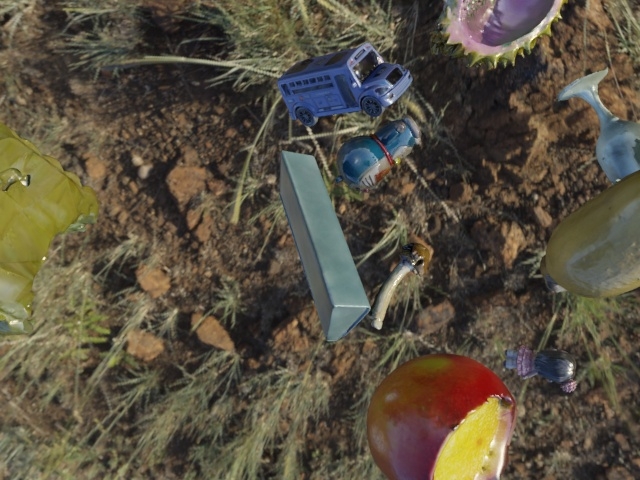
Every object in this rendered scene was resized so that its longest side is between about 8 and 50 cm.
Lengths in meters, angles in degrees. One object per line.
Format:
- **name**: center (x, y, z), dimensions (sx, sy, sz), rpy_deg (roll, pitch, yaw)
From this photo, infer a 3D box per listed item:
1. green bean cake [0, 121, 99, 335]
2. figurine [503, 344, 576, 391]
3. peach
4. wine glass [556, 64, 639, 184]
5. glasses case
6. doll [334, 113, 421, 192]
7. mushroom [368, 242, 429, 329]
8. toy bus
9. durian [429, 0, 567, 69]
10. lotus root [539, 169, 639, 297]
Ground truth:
- **green bean cake**: center (-0.426, -0.012, 0.841), dimensions (0.124, 0.236, 0.233), rpy_deg (1, 148, 32)
- **figurine**: center (0.400, 0.230, 1.155), dimensions (0.129, 0.072, 0.054), rpy_deg (5, 159, 28)
- **peach**: center (0.163, 0.247, 0.820), dimensions (0.190, 0.226, 0.196), rpy_deg (-40, 96, 10)
- **wine glass**: center (0.730, -0.272, 1.584), dimensions (0.143, 0.143, 0.321), rpy_deg (-35, 75, 29)
- **glasses case**: center (0.000, 0.000, 0.892), dimensions (0.056, 0.266, 0.105), rpy_deg (-11, 147, -12)
- **doll**: center (0.085, -0.133, 0.986), dimensions (0.152, 0.114, 0.085), rpy_deg (-34, 78, -1)
- **mushroom**: center (0.143, 0.085, 1.173), dimensions (0.060, 0.187, 0.061), rpy_deg (21, 159, 40)
- **toy bus**: center (0.049, -0.347, 1.395), dimensions (0.292, 0.125, 0.133), rpy_deg (2, 132, 43)
- **durian**: center (0.247, -0.347, 0.850), dimensions (0.187, 0.154, 0.260), rpy_deg (33, 96, 16)
- **lotus root**: center (0.418, 0.002, 0.887), dimensions (0.146, 0.130, 0.303), rpy_deg (15, 148, -12)
